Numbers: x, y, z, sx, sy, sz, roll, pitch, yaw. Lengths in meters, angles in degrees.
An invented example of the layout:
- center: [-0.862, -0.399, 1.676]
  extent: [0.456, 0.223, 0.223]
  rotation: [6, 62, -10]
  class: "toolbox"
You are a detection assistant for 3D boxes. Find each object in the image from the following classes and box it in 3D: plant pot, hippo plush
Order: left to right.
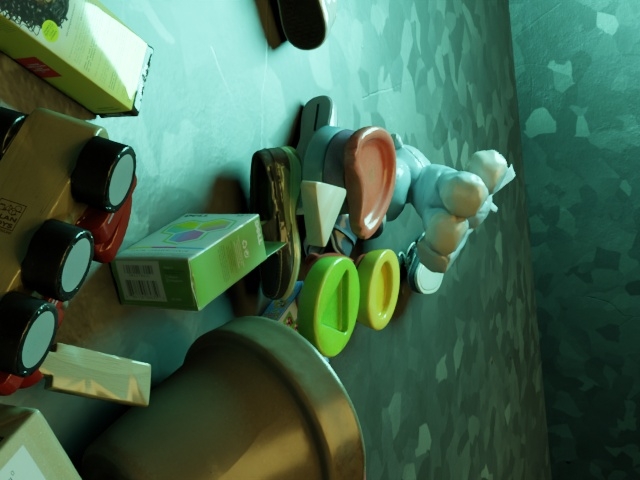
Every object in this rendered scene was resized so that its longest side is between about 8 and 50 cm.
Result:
- center: [-0.119, 0.241, 0.810]
  extent: [0.229, 0.263, 0.262]
  rotation: [-23, 112, -43]
  class: "plant pot"
- center: [0.206, -0.114, 1.402]
  extent: [0.294, 0.237, 0.234]
  rotation: [-44, 160, -37]
  class: "hippo plush"

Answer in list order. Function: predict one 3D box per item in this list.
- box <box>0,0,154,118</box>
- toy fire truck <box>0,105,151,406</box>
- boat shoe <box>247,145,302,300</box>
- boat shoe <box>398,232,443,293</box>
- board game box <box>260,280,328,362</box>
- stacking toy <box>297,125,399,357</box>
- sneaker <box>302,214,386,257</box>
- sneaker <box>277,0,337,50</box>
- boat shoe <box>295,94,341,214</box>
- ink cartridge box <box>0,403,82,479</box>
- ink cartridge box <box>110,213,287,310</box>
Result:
- center: [-0.257, -0.205, 0.708]
  extent: [0.232, 0.058, 0.087]
  rotation: [36, 59, -59]
  class: "box"
- center: [-0.219, 0.042, 0.647]
  extent: [0.246, 0.159, 0.216]
  rotation: [99, 9, -64]
  class: "toy fire truck"
- center: [-0.075, -0.023, 1.060]
  extent: [0.074, 0.080, 0.223]
  rotation: [-3, 101, -38]
  class: "boat shoe"
- center: [0.228, 0.043, 1.647]
  extent: [0.254, 0.079, 0.095]
  rotation: [-53, 134, -53]
  class: "boat shoe"
- center: [-0.060, 0.184, 1.121]
  extent: [0.211, 0.039, 0.160]
  rotation: [-53, 135, -51]
  class: "board game box"
- center: [0.000, 0.000, 1.031]
  extent: [0.279, 0.131, 0.308]
  rotation: [-33, 125, -57]
  class: "stacking toy"
- center: [0.042, -0.012, 1.282]
  extent: [0.226, 0.086, 0.163]
  rotation: [58, 49, -59]
  class: "sneaker"
- center: [-0.030, -0.445, 1.125]
  extent: [0.123, 0.106, 0.290]
  rotation: [-64, 153, -52]
  class: "sneaker"
- center: [0.001, -0.126, 1.189]
  extent: [0.075, 0.083, 0.226]
  rotation: [53, 44, -49]
  class: "boat shoe"
- center: [-0.291, 0.282, 0.608]
  extent: [0.234, 0.088, 0.193]
  rotation: [-57, 138, -48]
  class: "ink cartridge box"
- center: [-0.137, 0.011, 0.889]
  extent: [0.209, 0.109, 0.062]
  rotation: [-39, 125, -57]
  class: "ink cartridge box"
